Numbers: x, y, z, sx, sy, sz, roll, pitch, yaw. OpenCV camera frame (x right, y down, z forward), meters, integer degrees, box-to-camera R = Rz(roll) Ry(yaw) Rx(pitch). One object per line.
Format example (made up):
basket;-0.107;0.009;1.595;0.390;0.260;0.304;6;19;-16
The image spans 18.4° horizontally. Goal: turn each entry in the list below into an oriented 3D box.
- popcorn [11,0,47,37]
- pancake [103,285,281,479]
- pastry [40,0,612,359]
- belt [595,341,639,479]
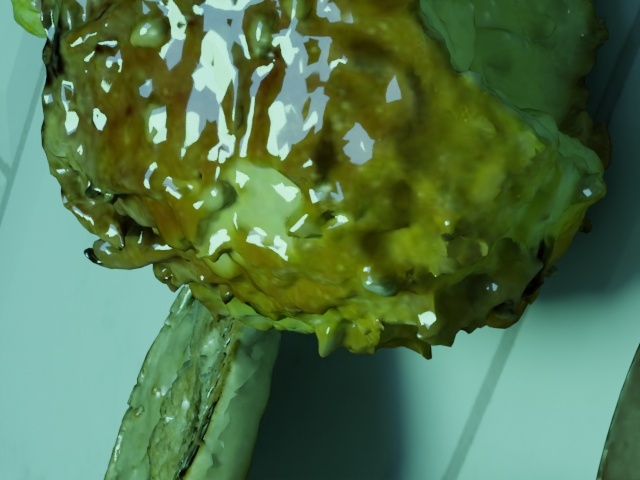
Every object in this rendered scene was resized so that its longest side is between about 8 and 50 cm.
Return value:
popcorn;-0.218;-0.223;1.645;0.097;0.089;0.109;4;101;20
pancake;-0.110;0.177;1.341;0.387;0.082;0.387;-62;11;22
pastry;-0.008;-0.119;1.143;0.337;0.292;0.405;-18;79;35
belt;0.223;0.143;0.855;0.122;0.217;0.338;28;111;53
